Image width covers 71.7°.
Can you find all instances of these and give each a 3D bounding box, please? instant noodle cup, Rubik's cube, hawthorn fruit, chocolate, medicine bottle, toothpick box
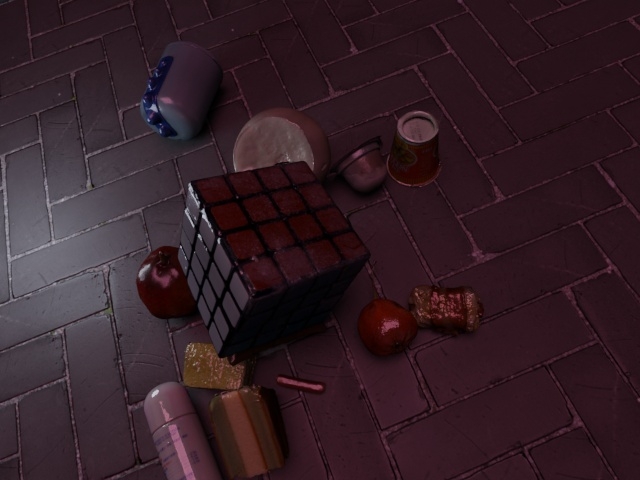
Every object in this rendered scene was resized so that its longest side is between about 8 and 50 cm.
[{"bbox_3d":[0.315,-0.309,1.459,0.193,0.212,0.193,-3,65,6],"label":"instant noodle cup"},{"bbox_3d":[-0.139,0.044,1.141,0.344,0.337,0.344,-15,61,-32],"label":"Rubik's cube"},{"bbox_3d":[-0.455,0.120,1.354,0.215,0.250,0.215,6,44,-5],"label":"hawthorn fruit"},{"bbox_3d":[0.152,-0.239,1.490,0.221,0.221,0.147,-36,93,-9],"label":"chocolate"},{"bbox_3d":[0.169,0.191,1.287,0.165,0.165,0.286,-20,59,-2],"label":"hawthorn fruit"},{"bbox_3d":[-0.375,0.547,1.196,0.130,0.130,0.341,-30,66,-7],"label":"medicine bottle"},{"bbox_3d":[-0.534,-0.541,1.653,0.262,0.263,0.355,10,68,12],"label":"toothpick box"}]

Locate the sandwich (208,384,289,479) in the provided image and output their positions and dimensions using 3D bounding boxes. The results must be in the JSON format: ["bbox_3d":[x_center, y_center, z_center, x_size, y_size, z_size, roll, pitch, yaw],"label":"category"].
[{"bbox_3d":[-0.180,0.497,1.140,0.155,0.227,0.199,-17,64,0],"label":"sandwich"}]

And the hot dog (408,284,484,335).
[{"bbox_3d":[0.362,0.196,1.286,0.213,0.103,0.146,6,87,20],"label":"hot dog"}]

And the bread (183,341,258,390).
[{"bbox_3d":[-0.291,0.366,1.285,0.196,0.102,0.138,0,63,11],"label":"bread"}]

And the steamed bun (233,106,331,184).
[{"bbox_3d":[-0.123,-0.277,1.471,0.324,0.206,0.325,4,105,13],"label":"steamed bun"}]

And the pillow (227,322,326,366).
[{"bbox_3d":[-0.174,0.187,1.309,0.307,0.108,0.306,-14,57,-28],"label":"pillow"}]

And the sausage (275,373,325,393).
[{"bbox_3d":[-0.060,0.411,1.271,0.146,0.035,0.030,7,35,13],"label":"sausage"}]
